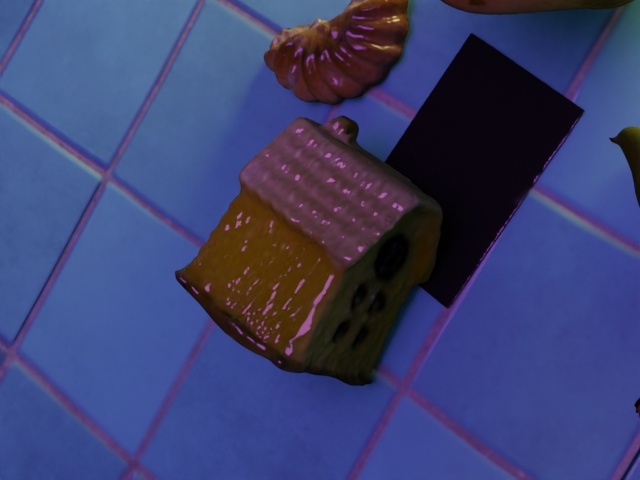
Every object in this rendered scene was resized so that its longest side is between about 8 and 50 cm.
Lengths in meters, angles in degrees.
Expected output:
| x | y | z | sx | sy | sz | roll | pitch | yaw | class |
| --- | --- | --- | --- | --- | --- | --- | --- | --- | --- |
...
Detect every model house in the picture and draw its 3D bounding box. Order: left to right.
| x | y | z | sx | sy | sz | roll | pitch | yaw | class |
| --- | --- | --- | --- | --- | --- | --- | --- | --- | --- |
| 0.000 | 0.000 | 1.697 | 0.193 | 0.174 | 0.234 | 37 | 106 | 35 | model house |

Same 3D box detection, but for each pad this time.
| x | y | z | sx | sy | sz | roll | pitch | yaw | class |
| --- | --- | --- | --- | --- | --- | --- | --- | --- | --- |
| 0.143 | -0.075 | 1.730 | 0.170 | 0.006 | 0.245 | 40 | 102 | 33 | pad |

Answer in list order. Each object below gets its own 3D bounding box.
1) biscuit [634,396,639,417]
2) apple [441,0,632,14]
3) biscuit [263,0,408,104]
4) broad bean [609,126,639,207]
| x | y | z | sx | sy | sz | roll | pitch | yaw | class |
| --- | --- | --- | --- | --- | --- | --- | --- | --- | --- |
| 0.357 | 0.100 | 1.496 | 0.064 | 0.034 | 0.199 | 45 | 119 | 27 | biscuit |
| 0.205 | -0.375 | 1.557 | 0.364 | 0.364 | 0.364 | -9 | 73 | 32 | apple |
| 0.017 | -0.211 | 1.817 | 0.183 | 0.061 | 0.118 | -20 | 70 | 28 | biscuit |
| 0.354 | 0.003 | 1.547 | 0.060 | 0.043 | 0.297 | -40 | 60 | 11 | broad bean |
